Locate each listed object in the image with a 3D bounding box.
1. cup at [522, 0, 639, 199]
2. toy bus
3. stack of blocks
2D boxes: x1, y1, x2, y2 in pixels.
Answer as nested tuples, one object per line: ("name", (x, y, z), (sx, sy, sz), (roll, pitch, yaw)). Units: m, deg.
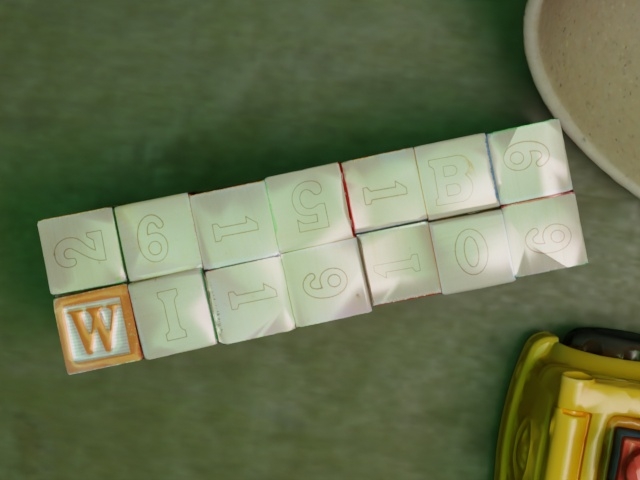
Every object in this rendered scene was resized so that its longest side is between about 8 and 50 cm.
("cup", (0.309, -0.156, 0.942), (0.331, 0.331, 0.237), (27, 67, 1))
("toy bus", (0.221, 0.139, 0.982), (0.220, 0.211, 0.150), (9, 91, 0))
("stack of blocks", (0.000, 0.000, 1.003), (0.297, 0.171, 0.087), (-11, 92, 2))
